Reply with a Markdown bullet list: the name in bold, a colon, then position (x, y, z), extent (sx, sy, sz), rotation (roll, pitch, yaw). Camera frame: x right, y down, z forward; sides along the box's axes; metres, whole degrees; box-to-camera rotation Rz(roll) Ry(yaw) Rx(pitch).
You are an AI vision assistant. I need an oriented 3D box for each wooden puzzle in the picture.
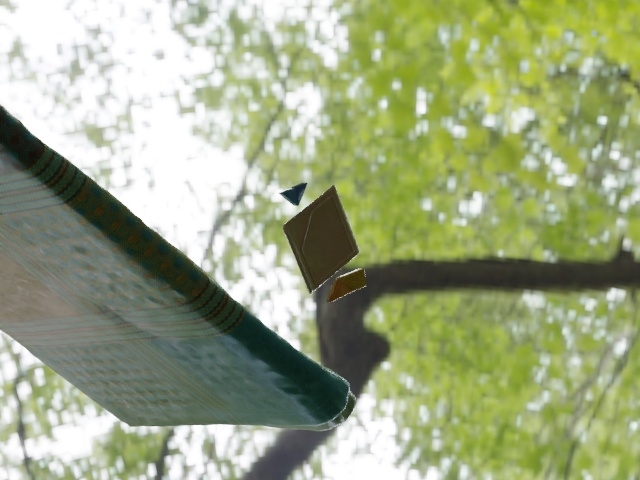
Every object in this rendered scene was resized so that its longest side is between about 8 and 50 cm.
- **wooden puzzle**: position (0.000, 0.000, 1.245), extent (0.014, 0.116, 0.078), rotation (5, -151, 43)

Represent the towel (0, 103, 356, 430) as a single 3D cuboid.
- **towel**: position (-0.175, 0.027, 1.055), extent (0.271, 0.370, 0.040), rotation (-6, -129, 45)
